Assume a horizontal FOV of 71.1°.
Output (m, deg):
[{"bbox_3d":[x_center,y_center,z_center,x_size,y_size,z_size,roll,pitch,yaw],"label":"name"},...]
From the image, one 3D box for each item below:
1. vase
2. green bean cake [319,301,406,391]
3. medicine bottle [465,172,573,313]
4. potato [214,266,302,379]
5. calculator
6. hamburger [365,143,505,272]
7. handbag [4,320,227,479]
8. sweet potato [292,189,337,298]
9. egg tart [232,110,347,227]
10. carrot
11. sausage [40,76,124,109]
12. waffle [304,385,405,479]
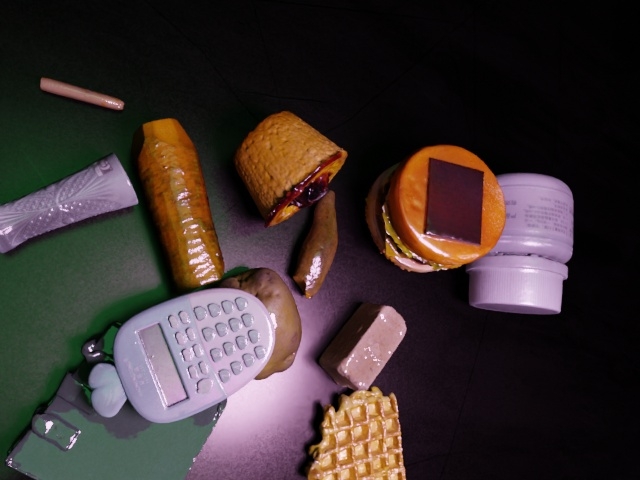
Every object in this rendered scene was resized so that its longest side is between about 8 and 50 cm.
[{"bbox_3d":[-0.423,-0.059,0.727,0.219,0.096,0.096,-29,96,-25],"label":"vase"},{"bbox_3d":[0.089,0.219,0.937,0.085,0.109,0.179,48,64,-13],"label":"green bean cake"},{"bbox_3d":[0.473,0.015,1.087,0.245,0.245,0.306,14,77,-25],"label":"medicine bottle"},{"bbox_3d":[-0.115,0.152,0.832,0.154,0.137,0.200,-22,93,-1],"label":"potato"},{"bbox_3d":[-0.216,0.182,0.716,0.295,0.042,0.184,-21,91,-15],"label":"calculator"},{"bbox_3d":[0.242,-0.059,0.991,0.291,0.225,0.291,4,78,-20],"label":"hamburger"},{"bbox_3d":[-0.319,0.297,0.735,0.260,0.079,0.247,40,67,-16],"label":"handbag"},{"bbox_3d":[0.000,0.000,0.943,0.077,0.077,0.243,23,74,-23],"label":"sweet potato"},{"bbox_3d":[-0.064,-0.137,0.870,0.215,0.215,0.171,-41,86,-26],"label":"egg tart"},{"bbox_3d":[-0.251,-0.060,0.802,0.114,0.114,0.302,-17,93,-28],"label":"carrot"},{"bbox_3d":[-0.419,-0.258,0.793,0.132,0.024,0.024,11,78,-24],"label":"sausage"},{"bbox_3d":[0.065,0.424,0.923,0.219,0.057,0.229,-4,84,-27],"label":"waffle"}]
